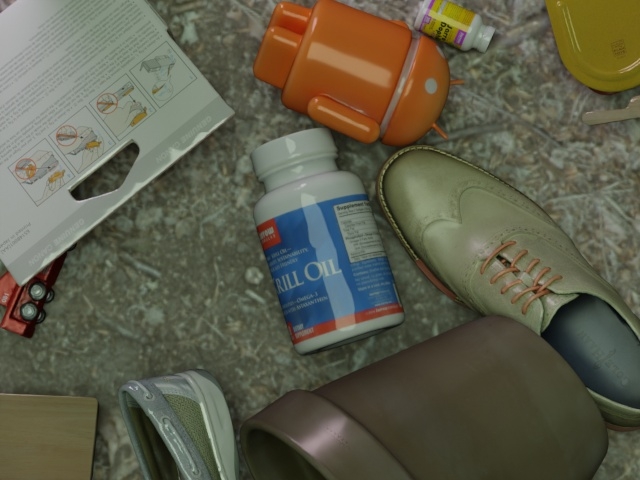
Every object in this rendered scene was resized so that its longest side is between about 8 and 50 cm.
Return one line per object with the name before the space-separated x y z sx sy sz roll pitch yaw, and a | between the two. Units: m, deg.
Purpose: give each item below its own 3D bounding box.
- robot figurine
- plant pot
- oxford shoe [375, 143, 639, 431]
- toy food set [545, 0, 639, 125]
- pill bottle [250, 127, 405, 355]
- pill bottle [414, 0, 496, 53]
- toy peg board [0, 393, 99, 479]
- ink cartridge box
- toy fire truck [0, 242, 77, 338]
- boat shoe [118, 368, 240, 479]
robot figurine | 0.043 -0.178 1.896 0.219 0.158 0.128 21 99 -3
plant pot | 0.123 0.227 1.789 0.280 0.323 0.323 -38 84 -18
oxford shoe | 0.220 0.037 1.861 0.397 0.146 0.140 40 87 5
toy food set | 0.323 -0.226 1.931 0.128 0.071 0.218 -16 81 24
pill bottle | 0.000 0.000 1.884 0.124 0.124 0.222 -18 83 0
pill bottle | 0.147 -0.233 1.942 0.083 0.043 0.043 24 85 4
toy peg board | -0.319 0.251 1.903 0.161 0.079 0.161 2 69 1
ink cartridge box | -0.275 -0.132 1.919 0.296 0.066 0.261 -39 76 -2
toy fire truck | -0.355 0.041 1.929 0.135 0.047 0.192 22 84 6
boat shoe | -0.130 0.293 1.847 0.103 0.118 0.320 -5 78 -36
